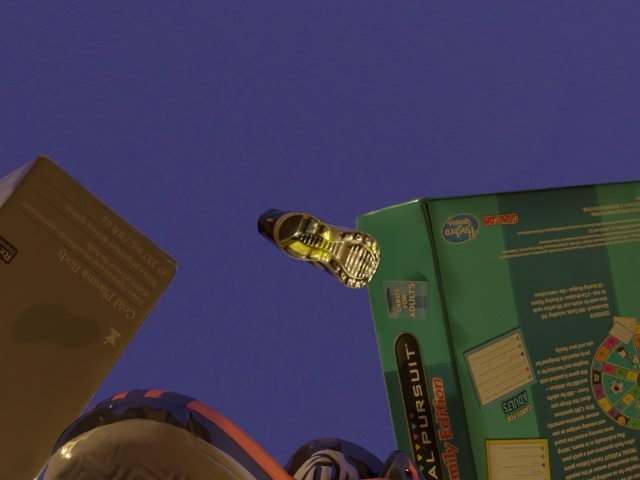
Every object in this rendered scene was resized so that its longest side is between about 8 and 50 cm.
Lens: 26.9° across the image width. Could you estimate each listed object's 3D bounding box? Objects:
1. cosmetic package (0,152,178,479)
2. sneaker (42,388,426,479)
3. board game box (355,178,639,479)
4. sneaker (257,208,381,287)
[{"bbox_3d":[-0.214,0.077,0.856,0.127,0.107,0.238,41,-122,-20],"label":"cosmetic package"},{"bbox_3d":[-0.023,0.143,0.615,0.124,0.180,0.321,-11,-50,14],"label":"sneaker"},{"bbox_3d":[0.171,0.130,0.994,0.253,0.079,0.336,-6,-96,-38],"label":"board game box"},{"bbox_3d":[0.000,0.000,0.733,0.083,0.035,0.031,29,-91,-43],"label":"sneaker"}]
